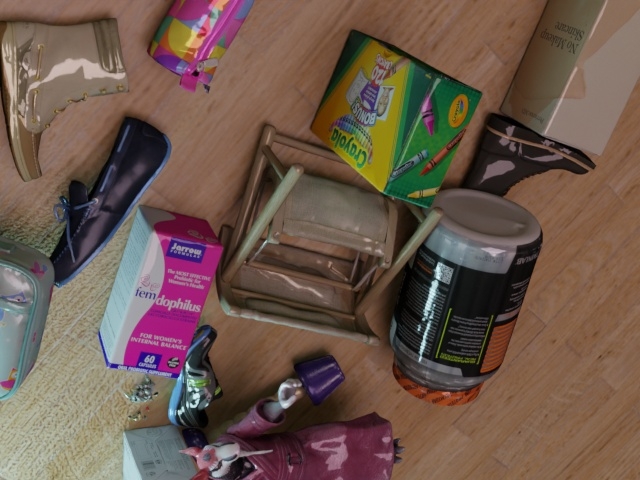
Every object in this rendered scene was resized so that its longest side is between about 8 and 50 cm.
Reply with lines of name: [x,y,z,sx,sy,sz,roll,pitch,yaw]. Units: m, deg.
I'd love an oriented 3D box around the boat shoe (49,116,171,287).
boat shoe: [-0.314,-0.058,1.363,0.089,0.109,0.258,38,79,-23]

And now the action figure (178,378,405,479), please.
action figure: [-0.062,0.338,1.530,0.370,0.275,0.248,13,81,-32]

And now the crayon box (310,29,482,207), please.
crayon box: [0.095,-0.175,1.350,0.081,0.278,0.165,16,106,-27]

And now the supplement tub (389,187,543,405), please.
supplement tub: [0.220,0.093,1.557,0.193,0.193,0.316,1,120,-21]

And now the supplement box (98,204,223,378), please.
supplement box: [-0.236,0.075,1.432,0.111,0.114,0.220,13,106,-24]

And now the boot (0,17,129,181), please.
boot: [-0.335,-0.186,1.298,0.165,0.077,0.213,-8,112,-20]

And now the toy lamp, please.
toy lamp: [-0.089,0.272,1.598,0.274,0.080,0.080,-27,120,-5]

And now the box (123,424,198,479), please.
box: [-0.258,0.463,1.565,0.087,0.169,0.290,-4,112,-22]

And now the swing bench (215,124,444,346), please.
swing bench: [0.000,0.000,1.464,0.253,0.165,0.255,15,112,-27]

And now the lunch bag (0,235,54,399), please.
lunch bag: [-0.504,0.077,1.290,0.279,0.108,0.224,17,111,-6]

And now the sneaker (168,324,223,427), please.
sneaker: [-0.185,0.212,1.528,0.078,0.067,0.188,16,114,3]

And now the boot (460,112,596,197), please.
boot: [0.334,-0.112,1.598,0.197,0.077,0.137,20,109,-14]

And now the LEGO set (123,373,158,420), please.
LEGO set: [-0.279,0.252,1.543,0.054,0.023,0.083,-12,116,-16]

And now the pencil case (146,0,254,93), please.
pencil case: [-0.136,-0.316,1.304,0.104,0.104,0.236,25,101,-28]

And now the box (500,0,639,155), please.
box: [0.414,-0.303,1.495,0.121,0.148,0.311,16,105,-25]
